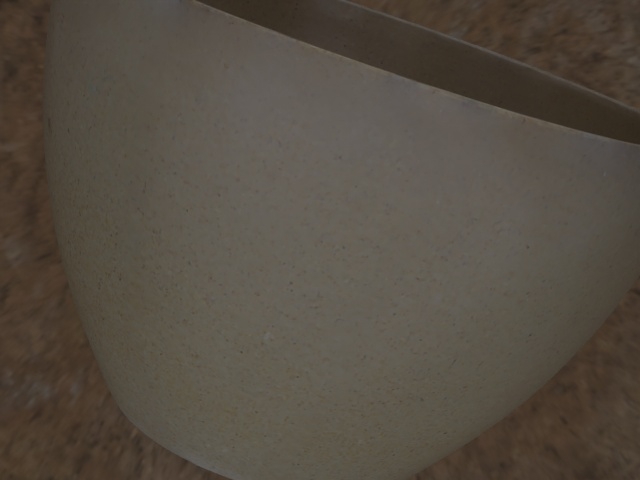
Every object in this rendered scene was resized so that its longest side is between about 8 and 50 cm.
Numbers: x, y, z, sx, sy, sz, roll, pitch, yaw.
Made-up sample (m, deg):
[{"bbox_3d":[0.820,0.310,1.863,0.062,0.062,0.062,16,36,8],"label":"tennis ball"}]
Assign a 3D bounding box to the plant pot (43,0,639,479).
[{"bbox_3d":[0.000,0.000,0.683,0.284,0.284,0.190,18,102,-2],"label":"plant pot"}]
